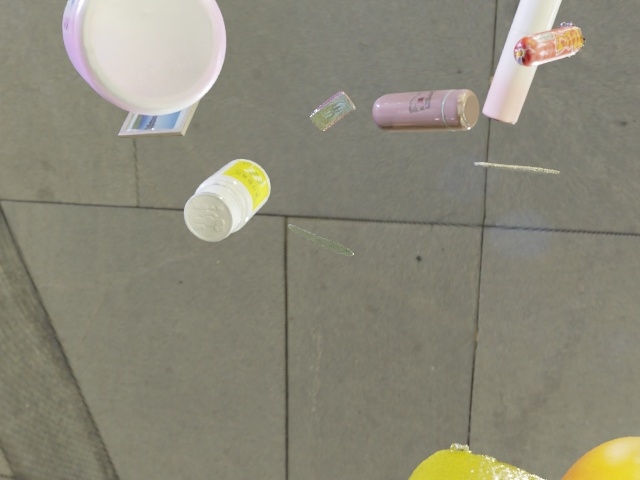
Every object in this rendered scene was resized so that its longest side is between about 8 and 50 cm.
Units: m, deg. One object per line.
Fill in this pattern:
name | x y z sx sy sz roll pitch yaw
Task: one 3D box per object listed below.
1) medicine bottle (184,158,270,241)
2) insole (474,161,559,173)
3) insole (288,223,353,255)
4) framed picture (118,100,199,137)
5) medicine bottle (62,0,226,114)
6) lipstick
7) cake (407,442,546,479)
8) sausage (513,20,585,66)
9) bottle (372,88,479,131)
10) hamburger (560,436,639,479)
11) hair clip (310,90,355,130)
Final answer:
medicine bottle | -0.224 -0.098 1.718 0.143 0.258 0.143 6 114 14
insole | 0.468 -0.173 1.686 0.248 0.081 0.011 2 95 -31
insole | 0.000 0.000 1.467 0.153 0.053 0.002 25 69 11
framed picture | -0.205 -0.201 0.967 0.109 0.011 0.149 1 59 28
medicine bottle | -0.204 -0.227 0.780 0.152 0.254 0.152 -8 111 -21
lipstick | 0.470 -0.440 1.644 0.087 0.087 0.326 20 114 9
cake | 0.227 0.401 0.971 0.261 0.156 0.179 20 116 23
sausage | 0.300 -0.261 0.948 0.048 0.145 0.050 26 126 39
bottle | 0.136 -0.168 0.924 0.140 0.053 0.053 7 107 41
hamburger | 0.212 0.232 0.428 0.170 0.246 0.246 -4 102 32
hair clip | 0.030 -0.299 1.629 0.054 0.022 0.137 50 142 -10
